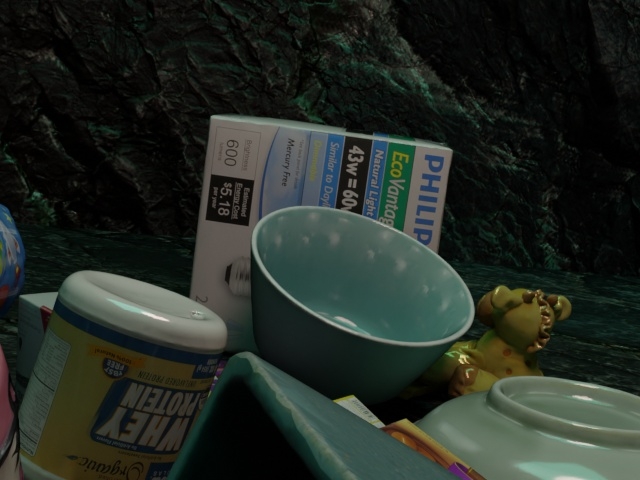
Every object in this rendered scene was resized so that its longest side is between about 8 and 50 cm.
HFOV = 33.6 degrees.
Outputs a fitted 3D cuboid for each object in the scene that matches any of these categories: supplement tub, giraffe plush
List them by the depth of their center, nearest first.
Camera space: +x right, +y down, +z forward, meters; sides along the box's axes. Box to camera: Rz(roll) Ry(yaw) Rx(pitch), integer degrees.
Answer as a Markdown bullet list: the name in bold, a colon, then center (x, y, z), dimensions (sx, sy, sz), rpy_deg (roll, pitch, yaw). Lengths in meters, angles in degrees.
- **supplement tub**: center (-0.171, 0.139, 0.872), dimensions (0.144, 0.200, 0.144), rpy_deg (19, 4, -1)
- **giraffe plush**: center (0.256, 0.141, 1.477), dimensions (0.210, 0.171, 0.181), rpy_deg (20, 12, 31)

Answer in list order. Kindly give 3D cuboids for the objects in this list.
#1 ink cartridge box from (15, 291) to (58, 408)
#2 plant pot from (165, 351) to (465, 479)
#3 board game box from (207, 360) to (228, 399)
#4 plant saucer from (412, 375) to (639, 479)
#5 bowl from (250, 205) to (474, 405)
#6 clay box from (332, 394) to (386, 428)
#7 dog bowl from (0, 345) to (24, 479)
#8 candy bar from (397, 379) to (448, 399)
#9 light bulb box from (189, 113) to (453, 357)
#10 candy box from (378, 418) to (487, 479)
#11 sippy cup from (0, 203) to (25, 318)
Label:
- **ink cartridge box**: center (-0.259, 0.138, 1.076), dimensions (0.063, 0.151, 0.109), rpy_deg (-3, 12, -40)
- **plant pot**: center (0.046, 0.226, 0.390), dimensions (0.252, 0.248, 0.247), rpy_deg (27, 0, -20)
- **board game box**: center (-0.131, 0.195, 1.194), dimensions (0.208, 0.056, 0.347), rpy_deg (11, 6, -15)
- **plant saucer**: center (0.290, 0.228, 1.191), dimensions (0.400, 0.101, 0.400), rpy_deg (8, 6, -1)
- **bowl**: center (0.033, 0.103, 1.416), dimensions (0.311, 0.163, 0.312), rpy_deg (16, 28, -9)
- **clay box**: center (0.005, 0.215, 0.965), dimensions (0.127, 0.053, 0.222), rpy_deg (42, 23, 25)
- **dog bowl**: center (-0.384, 0.128, 0.677), dimensions (0.407, 0.151, 0.408), rpy_deg (12, 19, -4)
- **candy bar**: center (0.154, 0.209, 1.516), dimensions (0.040, 0.018, 0.161), rpy_deg (18, 11, 38)
- **light bulb box**: center (0.000, 0.000, 1.642), dimensions (0.360, 0.358, 0.225), rpy_deg (7, 9, 2)
- **candy box**: center (0.109, 0.233, 0.896), dimensions (0.186, 0.053, 0.109), rpy_deg (34, 18, 27)
- **sippy cup**: center (-0.418, 0.022, 1.060), dimensions (0.240, 0.306, 0.224), rpy_deg (25, 5, 10)
